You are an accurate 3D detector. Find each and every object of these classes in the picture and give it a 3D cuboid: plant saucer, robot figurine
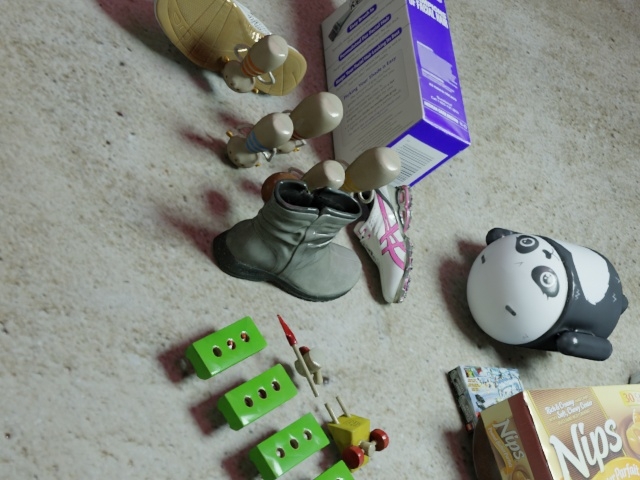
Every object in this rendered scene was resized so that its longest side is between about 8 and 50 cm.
[{"bbox_3d":[0.274,0.305,1.763,0.168,0.029,0.168,21,59,-40],"label":"plant saucer"},{"bbox_3d":[0.347,0.081,1.933,0.278,0.209,0.173,12,88,-43],"label":"robot figurine"}]

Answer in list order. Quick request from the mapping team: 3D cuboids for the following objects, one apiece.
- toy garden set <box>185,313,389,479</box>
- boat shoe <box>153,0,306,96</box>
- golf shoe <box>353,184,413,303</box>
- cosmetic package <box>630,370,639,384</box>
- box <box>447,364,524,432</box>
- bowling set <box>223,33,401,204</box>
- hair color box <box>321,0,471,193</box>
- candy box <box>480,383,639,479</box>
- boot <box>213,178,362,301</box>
[{"bbox_3d":[-0.037,0.203,1.511,0.204,0.049,0.244,-24,79,-52],"label":"toy garden set"},{"bbox_3d":[-0.139,-0.288,1.771,0.277,0.098,0.096,30,14,-47],"label":"boat shoe"},{"bbox_3d":[0.089,0.006,1.815,0.086,0.067,0.186,2,61,-4],"label":"golf shoe"},{"bbox_3d":[0.609,0.295,2.072,0.184,0.151,0.151,45,37,-12],"label":"cosmetic package"},{"bbox_3d":[0.246,0.228,1.823,0.137,0.027,0.094,10,55,-44],"label":"box"},{"bbox_3d":[-0.055,-0.112,1.701,0.287,0.154,0.200,46,55,-12],"label":"bowling set"},{"bbox_3d":[0.107,-0.241,1.925,0.110,0.185,0.339,24,45,-35],"label":"hair color box"},{"bbox_3d":[0.375,0.299,1.764,0.316,0.087,0.183,3,61,-42],"label":"candy box"},{"bbox_3d":[0.000,0.000,1.620,0.246,0.161,0.083,12,53,-43],"label":"boot"}]
